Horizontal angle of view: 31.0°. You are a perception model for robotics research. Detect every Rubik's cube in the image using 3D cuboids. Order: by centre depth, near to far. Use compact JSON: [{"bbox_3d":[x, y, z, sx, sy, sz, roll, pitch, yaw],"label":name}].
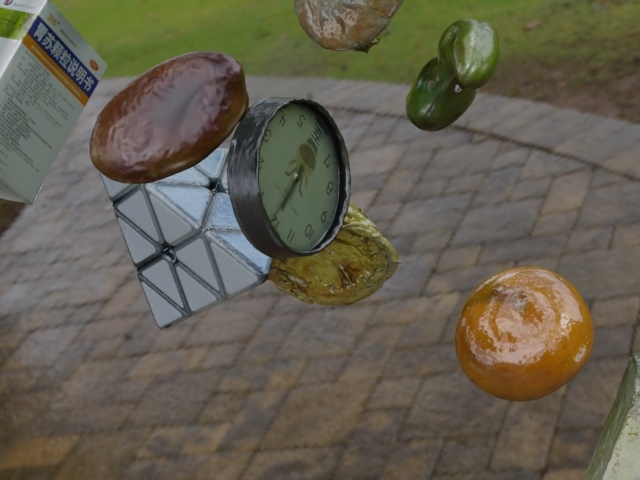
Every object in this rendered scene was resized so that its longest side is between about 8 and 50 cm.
[{"bbox_3d":[-0.157,-0.019,1.551,0.228,0.228,0.233,-9,-15,11],"label":"Rubik's cube"}]

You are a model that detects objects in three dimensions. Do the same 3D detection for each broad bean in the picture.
[{"bbox_3d":[0.100,-0.122,0.894,0.213,0.048,0.070,134,160,-84],"label":"broad bean"},{"bbox_3d":[-0.143,-0.113,1.101,0.114,0.084,0.165,25,59,37],"label":"broad bean"}]

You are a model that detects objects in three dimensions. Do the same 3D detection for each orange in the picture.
[{"bbox_3d":[0.343,0.161,1.962,0.240,0.171,0.240,-5,62,9],"label":"orange"}]

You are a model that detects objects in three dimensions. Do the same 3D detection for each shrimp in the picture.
[{"bbox_3d":[0.043,-0.273,1.005,0.126,0.223,0.047,38,20,28],"label":"shrimp"}]

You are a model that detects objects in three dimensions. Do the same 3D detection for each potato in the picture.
[{"bbox_3d":[0.444,0.277,1.531,0.270,0.255,0.112,-4,-5,-5],"label":"potato"}]

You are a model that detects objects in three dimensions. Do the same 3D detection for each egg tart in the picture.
[{"bbox_3d":[0.000,0.000,1.757,0.252,0.231,0.098,10,45,1],"label":"egg tart"}]

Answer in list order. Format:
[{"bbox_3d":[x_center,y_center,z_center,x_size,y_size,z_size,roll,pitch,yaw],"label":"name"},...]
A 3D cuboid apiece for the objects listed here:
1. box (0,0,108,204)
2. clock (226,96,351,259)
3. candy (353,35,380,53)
[{"bbox_3d":[-0.513,-0.241,1.954,0.106,0.200,0.299,14,69,29],"label":"box"},{"bbox_3d":[-0.030,-0.070,1.281,0.040,0.184,0.184,-2,31,37],"label":"clock"},{"bbox_3d":[0.049,-0.344,1.677,0.060,0.060,0.201,-19,43,10],"label":"candy"}]
